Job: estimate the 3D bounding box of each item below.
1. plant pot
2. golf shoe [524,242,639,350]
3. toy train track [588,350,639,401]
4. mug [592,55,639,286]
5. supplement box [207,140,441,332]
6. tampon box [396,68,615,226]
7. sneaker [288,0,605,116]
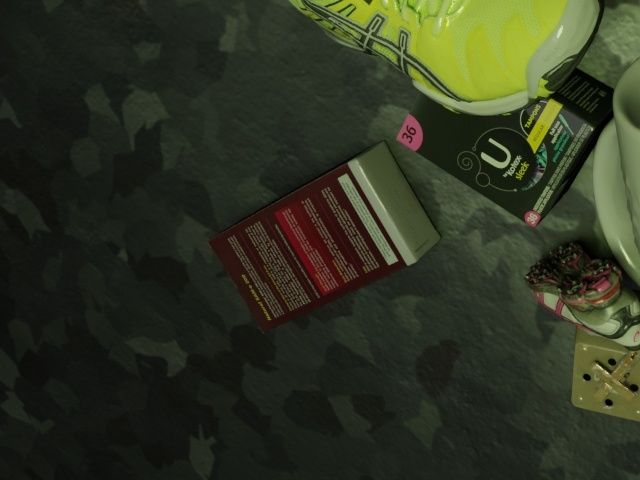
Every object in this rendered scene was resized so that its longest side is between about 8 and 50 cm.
[{"bbox_3d":[0.299,0.119,1.053,0.109,0.096,0.109,11,118,27],"label":"plant pot"},{"bbox_3d":[0.251,0.057,1.013,0.067,0.186,0.086,-35,101,2],"label":"golf shoe"},{"bbox_3d":[0.284,0.118,0.992,0.048,0.014,0.083,41,121,17],"label":"toy train track"},{"bbox_3d":[0.370,-0.003,0.871,0.374,0.276,0.328,27,143,54],"label":"mug"},{"bbox_3d":[0.000,0.000,1.192,0.239,0.073,0.130,-26,97,36],"label":"supplement box"},{"bbox_3d":[0.178,-0.116,1.009,0.161,0.101,0.120,33,125,14],"label":"tampon box"},{"bbox_3d":[0.068,-0.208,0.901,0.385,0.147,0.145,26,94,50],"label":"sneaker"}]
